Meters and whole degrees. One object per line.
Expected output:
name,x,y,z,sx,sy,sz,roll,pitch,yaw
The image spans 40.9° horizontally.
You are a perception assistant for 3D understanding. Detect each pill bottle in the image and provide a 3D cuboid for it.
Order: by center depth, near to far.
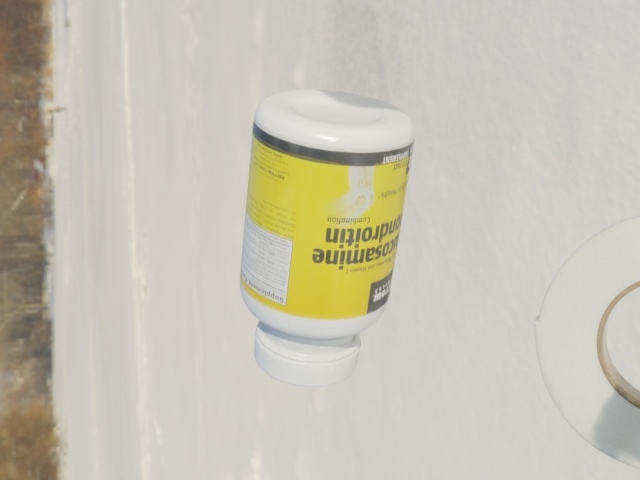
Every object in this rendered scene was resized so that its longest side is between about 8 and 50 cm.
pill bottle,0.000,0.000,0.570,0.103,0.103,0.184,-124,36,-59

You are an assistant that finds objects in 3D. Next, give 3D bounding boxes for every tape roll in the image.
tape roll,0.514,0.148,1.254,0.072,0.392,0.392,-14,-73,-67
